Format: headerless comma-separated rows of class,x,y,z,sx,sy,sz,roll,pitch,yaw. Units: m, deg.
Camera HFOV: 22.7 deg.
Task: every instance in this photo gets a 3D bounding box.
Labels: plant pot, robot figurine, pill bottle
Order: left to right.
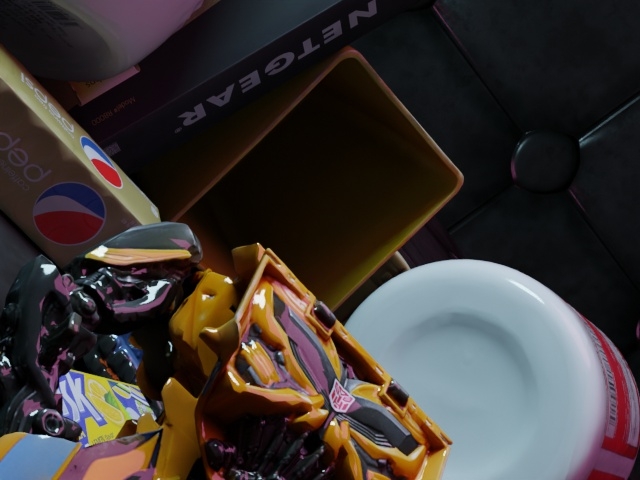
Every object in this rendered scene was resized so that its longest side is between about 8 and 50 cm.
robot figurine,-0.047,0.121,0.520,0.211,0.085,0.291,46,45,-17
plant pot,-0.044,-0.077,1.372,0.212,0.212,0.187,44,3,-46
pill bottle,0.164,0.157,1.428,0.229,0.229,0.408,57,9,18

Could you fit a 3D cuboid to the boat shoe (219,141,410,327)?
boat shoe,0.000,0.000,1.581,0.302,0.109,0.098,45,13,-20

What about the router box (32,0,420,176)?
router box,-0.101,-0.223,1.225,0.243,0.309,0.081,56,-6,18

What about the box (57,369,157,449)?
box,-0.126,0.095,0.731,0.059,0.054,0.169,57,10,20

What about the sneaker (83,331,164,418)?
sneaker,-0.057,0.119,0.928,0.221,0.083,0.087,60,2,14

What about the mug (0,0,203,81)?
mug,-0.176,-0.305,1.021,0.276,0.328,0.374,9,-17,26

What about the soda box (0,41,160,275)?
soda box,-0.177,-0.050,0.986,0.181,0.061,0.058,49,11,-29
